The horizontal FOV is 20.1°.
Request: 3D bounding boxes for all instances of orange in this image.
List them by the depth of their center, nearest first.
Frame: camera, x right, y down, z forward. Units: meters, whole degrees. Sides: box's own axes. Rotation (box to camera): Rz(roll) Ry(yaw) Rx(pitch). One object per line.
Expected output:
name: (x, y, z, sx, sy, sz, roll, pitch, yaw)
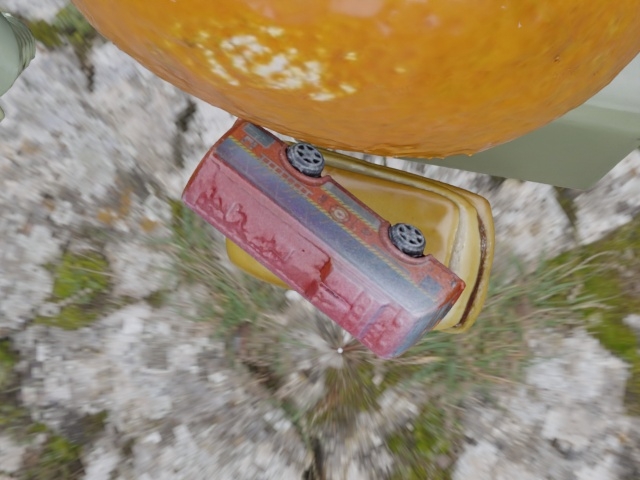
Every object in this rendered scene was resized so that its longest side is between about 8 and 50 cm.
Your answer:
orange: (0.011, -0.244, 0.905, 0.326, 0.424, 0.424, -14, 86, 24)

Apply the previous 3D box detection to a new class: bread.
bread: (0.027, 0.000, 1.332, 0.200, 0.077, 0.116, 17, 110, 19)

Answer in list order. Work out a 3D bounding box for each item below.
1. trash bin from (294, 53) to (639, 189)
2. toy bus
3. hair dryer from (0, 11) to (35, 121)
trash bin: (0.116, -0.125, 1.367, 0.247, 0.243, 0.121, 12, 74, -8)
toy bus: (0.000, 0.000, 1.201, 0.192, 0.077, 0.065, 38, 129, 5)
hair dryer: (-0.160, -0.103, 0.373, 0.119, 0.298, 0.296, -29, 112, 8)
